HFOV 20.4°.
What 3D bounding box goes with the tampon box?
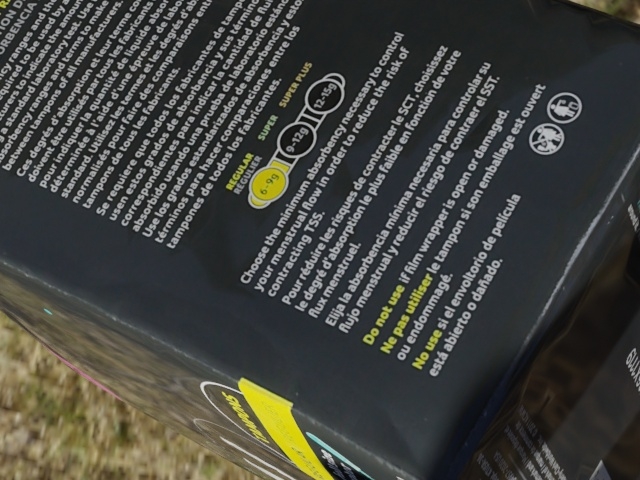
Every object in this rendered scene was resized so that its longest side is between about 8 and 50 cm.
[{"bbox_3d":[0.000,0.000,0.410,0.161,0.120,0.101,25,75,29],"label":"tampon box"}]
